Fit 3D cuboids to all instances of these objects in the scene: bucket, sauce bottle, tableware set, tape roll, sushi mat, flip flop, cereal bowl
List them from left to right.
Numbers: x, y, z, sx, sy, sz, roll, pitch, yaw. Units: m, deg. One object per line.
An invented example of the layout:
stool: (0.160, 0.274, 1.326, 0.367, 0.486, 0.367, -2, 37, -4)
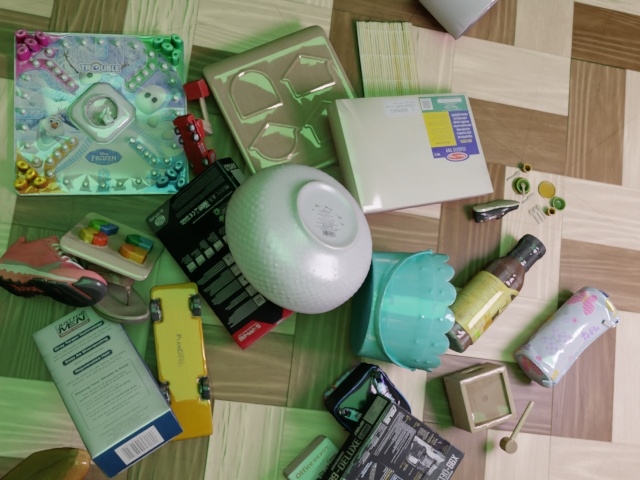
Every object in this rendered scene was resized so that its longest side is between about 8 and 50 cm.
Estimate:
flip flop: (-0.448, 0.071, 1.683, 0.112, 0.080, 0.277, -2, 46, -36)
cereal bowl: (-0.021, -0.024, 1.646, 0.339, 0.141, 0.339, 21, 52, -29)
sushi mat: (0.179, -0.409, 1.989, 0.151, 0.019, 0.317, -4, 82, -12)
bucket: (0.179, 0.153, 1.774, 0.183, 0.281, 0.281, 7, 79, -8)
tape roll: (0.371, -0.648, 1.954, 0.169, 0.246, 0.246, 46, 75, -2)
sauce bottle: (0.417, 0.121, 1.902, 0.344, 0.111, 0.111, -44, 91, -14)
tableware set: (0.563, -0.127, 2.020, 0.104, 0.024, 0.154, -35, 89, -15)

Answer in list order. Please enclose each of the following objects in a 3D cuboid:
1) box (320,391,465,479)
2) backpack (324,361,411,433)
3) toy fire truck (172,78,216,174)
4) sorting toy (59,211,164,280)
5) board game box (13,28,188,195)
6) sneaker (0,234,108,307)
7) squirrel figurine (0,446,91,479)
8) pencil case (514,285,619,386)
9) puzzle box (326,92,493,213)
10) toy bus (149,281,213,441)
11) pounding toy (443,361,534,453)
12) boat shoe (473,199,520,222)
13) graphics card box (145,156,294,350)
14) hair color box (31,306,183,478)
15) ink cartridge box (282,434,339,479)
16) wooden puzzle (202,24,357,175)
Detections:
box: (0.141, 0.526, 1.709, 0.242, 0.076, 0.307, 38, 79, -22)
backpack: (0.115, 0.385, 1.791, 0.158, 0.117, 0.173, -45, 106, -14)
toy fire truck: (-0.285, -0.266, 1.830, 0.047, 0.135, 0.192, -7, 117, 25)
sorting toy: (-0.445, 0.004, 1.701, 0.193, 0.208, 0.038, 23, 108, -7)
board game box: (-0.506, -0.299, 1.809, 0.390, 0.050, 0.390, -1, 81, -12)
sneaker: (-0.565, 0.048, 1.644, 0.314, 0.116, 0.136, 6, 62, 29)
squirrel figurine: (-0.517, 0.610, 1.535, 0.370, 0.397, 0.281, 50, 41, -42)
pencil case: (0.606, 0.237, 1.921, 0.273, 0.113, 0.124, -39, 68, -14)
puzzle box: (0.223, -0.214, 1.888, 0.409, 0.052, 0.272, -9, 82, -31)
toy bus: (-0.305, 0.264, 1.714, 0.108, 0.130, 0.333, -6, 82, -12)
pounding toy: (0.410, 0.402, 1.869, 0.181, 0.094, 0.206, -15, 93, -19)
boat shoe: (0.445, -0.075, 1.978, 0.133, 0.049, 0.042, -14, 112, -21)
graphics card box: (-0.190, 0.028, 1.747, 0.233, 0.094, 0.371, -38, 90, 19)
hair color box: (-0.441, 0.291, 1.606, 0.174, 0.105, 0.347, -31, 53, -15)
ink cartridge box: (0.020, 0.547, 1.766, 0.127, 0.072, 0.175, -43, 91, -15)
wooden puzzle: (-0.074, -0.318, 1.894, 0.322, 0.080, 0.348, -25, 82, -15)
